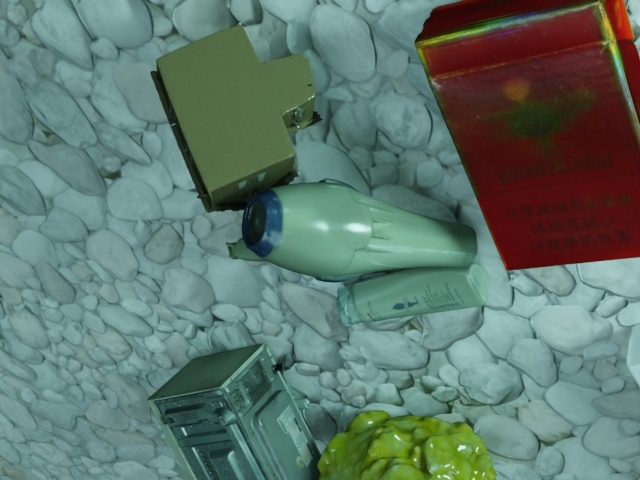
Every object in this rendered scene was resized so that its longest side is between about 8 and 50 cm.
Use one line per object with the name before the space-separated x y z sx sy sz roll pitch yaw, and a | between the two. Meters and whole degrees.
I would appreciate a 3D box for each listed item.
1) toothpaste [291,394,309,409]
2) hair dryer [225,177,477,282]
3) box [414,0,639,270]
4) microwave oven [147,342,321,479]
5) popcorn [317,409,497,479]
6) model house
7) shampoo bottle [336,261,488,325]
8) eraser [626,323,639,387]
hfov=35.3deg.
toothpaste | -0.103 0.272 1.630 0.204 0.031 0.049 -12 107 33
hair dryer | 0.040 0.001 1.244 0.296 0.119 0.298 4 173 -10
box | 0.250 -0.118 1.076 0.197 0.089 0.313 -7 127 31
microwave oven | -0.121 0.304 1.548 0.194 0.145 0.240 -14 107 38
popcorn | 0.138 0.368 1.471 0.241 0.235 0.250 18 160 -24
model house | -0.094 -0.131 1.206 0.248 0.176 0.181 126 122 -78
shampoo bottle | 0.119 0.073 1.335 0.212 0.049 0.072 -16 125 35
eraser | 0.495 0.227 1.283 0.078 0.076 0.298 -21 119 36
